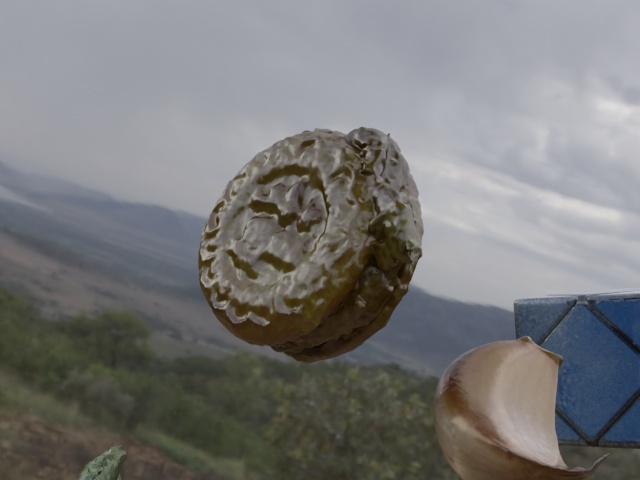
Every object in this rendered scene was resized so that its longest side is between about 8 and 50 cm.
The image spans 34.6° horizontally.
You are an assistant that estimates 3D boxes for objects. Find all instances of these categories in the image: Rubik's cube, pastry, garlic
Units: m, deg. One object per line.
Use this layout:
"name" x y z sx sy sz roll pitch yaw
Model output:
"Rubik's cube" 0.407 0.170 1.421 0.205 0.205 0.207 -5 -4 37
"pastry" 0.000 0.000 1.014 0.132 0.235 0.240 35 27 -45
"garlic" 0.165 0.180 0.920 0.128 0.115 0.206 1 25 -1

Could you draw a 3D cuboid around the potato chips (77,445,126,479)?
"potato chips" -0.088 0.277 0.339 0.070 0.358 0.429 -2 17 -7
